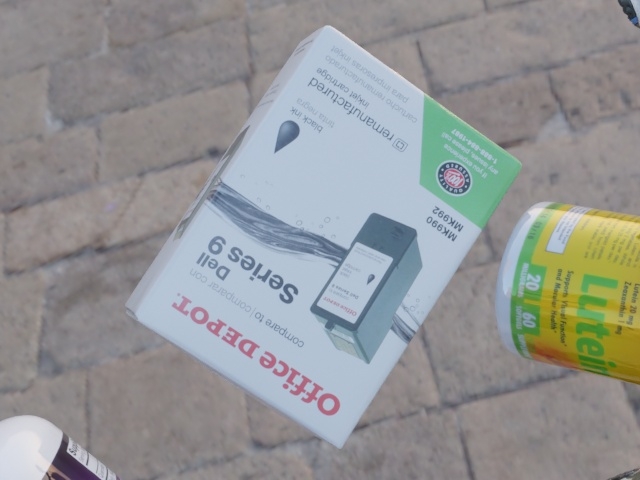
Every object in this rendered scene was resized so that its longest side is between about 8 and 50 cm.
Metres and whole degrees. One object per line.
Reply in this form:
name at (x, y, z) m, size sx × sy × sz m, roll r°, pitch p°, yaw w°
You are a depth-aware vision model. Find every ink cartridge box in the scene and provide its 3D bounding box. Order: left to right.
ink cartridge box at (0.000, 0.000, 1.110) m, size 0.289 × 0.211 × 0.121 m, roll -57°, pitch 11°, yaw -6°

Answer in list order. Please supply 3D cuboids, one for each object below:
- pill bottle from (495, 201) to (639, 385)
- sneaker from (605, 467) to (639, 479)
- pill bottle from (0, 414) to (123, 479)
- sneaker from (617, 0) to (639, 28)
pill bottle at (0.279, 0.052, 1.054) m, size 0.246 × 0.136 × 0.136 m, roll 11°, pitch 50°, yaw 31°
sneaker at (0.393, 0.303, 1.305) m, size 0.158 × 0.182 × 0.410 m, roll -12°, pitch -14°, yaw -44°
pill bottle at (-0.197, 0.257, 0.973) m, size 0.181 × 0.323 × 0.181 m, roll -45°, pitch 14°, yaw 14°
sneaker at (0.326, -0.210, 1.100) m, size 0.081 × 0.211 × 0.080 m, roll -31°, pitch 75°, yaw 35°
